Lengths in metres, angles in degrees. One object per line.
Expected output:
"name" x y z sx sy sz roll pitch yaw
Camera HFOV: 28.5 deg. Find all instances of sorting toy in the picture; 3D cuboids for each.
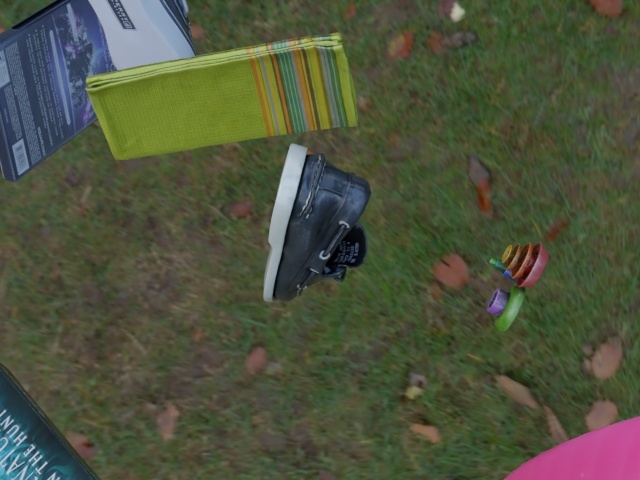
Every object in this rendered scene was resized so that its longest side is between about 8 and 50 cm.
"sorting toy" 0.187 0.039 1.253 0.042 0.061 0.102 26 115 -3

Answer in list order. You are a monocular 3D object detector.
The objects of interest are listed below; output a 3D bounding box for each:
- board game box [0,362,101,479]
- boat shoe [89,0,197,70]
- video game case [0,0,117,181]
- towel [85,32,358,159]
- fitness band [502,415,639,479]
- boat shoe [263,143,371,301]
"board game box" -0.159 0.140 0.574 0.126 0.026 0.186 -46 41 -10
"boat shoe" -0.190 -0.264 1.381 0.108 0.301 0.102 10 57 30
"video game case" -0.372 -0.231 1.773 0.026 0.274 0.196 11 125 23
"towel" -0.087 -0.126 1.149 0.237 0.102 0.021 -9 43 6
"fitness band" 0.194 0.107 0.439 0.209 0.291 0.054 -29 51 53
"boat shoe" 0.001 -0.004 1.455 0.113 0.340 0.127 13 63 1
